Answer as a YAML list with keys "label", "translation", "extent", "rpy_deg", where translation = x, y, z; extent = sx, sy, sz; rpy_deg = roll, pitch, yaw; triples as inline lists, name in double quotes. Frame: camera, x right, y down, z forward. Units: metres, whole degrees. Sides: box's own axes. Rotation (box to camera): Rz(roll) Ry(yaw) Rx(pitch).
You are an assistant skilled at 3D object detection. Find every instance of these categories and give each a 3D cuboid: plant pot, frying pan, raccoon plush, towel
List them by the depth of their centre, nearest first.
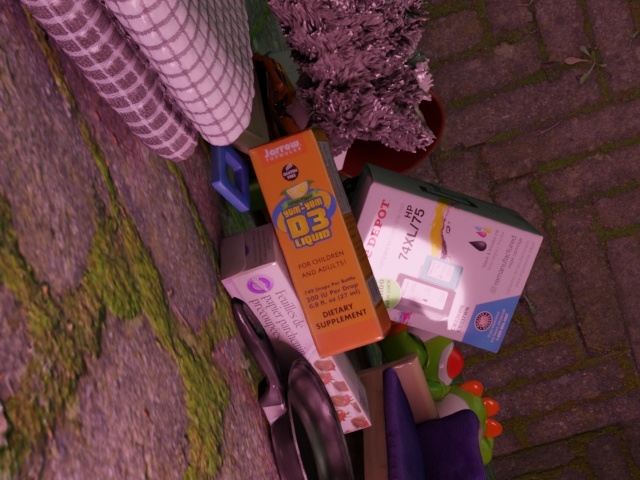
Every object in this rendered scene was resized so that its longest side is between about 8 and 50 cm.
- label: "towel"
  translation: [-0.161, -0.239, 0.769]
  extent: [0.235, 0.121, 0.283]
  rpy_deg: [54, 22, -54]
- label: "frying pan"
  translation: [-0.026, 0.200, 0.898]
  extent: [0.326, 0.053, 0.197]
  rpy_deg: [49, 25, -61]
- label: "raccoon plush"
  translation: [-0.004, -0.218, 1.008]
  extent: [0.446, 0.216, 0.299]
  rpy_deg: [-26, 117, -57]
- label: "plant pot"
  translation: [0.103, -0.303, 1.955]
  extent: [0.275, 0.275, 0.243]
  rpy_deg: [59, 6, -51]

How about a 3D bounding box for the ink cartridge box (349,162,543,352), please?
- label: "ink cartridge box"
  translation: [0.168, 0.021, 1.409]
  extent: [0.197, 0.270, 0.198]
  rpy_deg: [-93, -159, -77]

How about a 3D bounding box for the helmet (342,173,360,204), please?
- label: "helmet"
  translation: [0.100, -0.026, 1.652]
  extent: [0.161, 0.169, 0.169]
  rpy_deg: [59, 3, 30]

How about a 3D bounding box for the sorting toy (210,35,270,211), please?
- label: "sorting toy"
  translation: [-0.123, -0.186, 1.009]
  extent: [0.196, 0.047, 0.347]
  rpy_deg: [27, 48, -64]

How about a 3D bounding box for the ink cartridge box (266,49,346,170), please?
- label: "ink cartridge box"
  translation: [-0.013, -0.172, 1.305]
  extent: [0.198, 0.067, 0.115]
  rpy_deg: [59, -25, 28]

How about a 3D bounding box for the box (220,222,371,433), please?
- label: "box"
  translation: [-0.022, 0.115, 1.032]
  extent: [0.067, 0.063, 0.324]
  rpy_deg: [-100, 167, -45]

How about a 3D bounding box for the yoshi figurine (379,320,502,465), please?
- label: "yoshi figurine"
  translation: [0.161, 0.266, 1.590]
  extent: [0.362, 0.204, 0.203]
  rpy_deg: [56, -28, -9]

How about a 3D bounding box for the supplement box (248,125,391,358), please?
- label: "supplement box"
  translation: [0.000, 0.000, 0.949]
  extent: [0.080, 0.078, 0.233]
  rpy_deg: [-17, 88, -78]

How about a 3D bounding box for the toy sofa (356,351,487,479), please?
- label: "toy sofa"
  translation: [0.135, 0.315, 1.202]
  extent: [0.362, 0.177, 0.150]
  rpy_deg: [-87, 157, -61]

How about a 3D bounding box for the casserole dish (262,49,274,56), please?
- label: "casserole dish"
  translation: [-0.064, -0.223, 1.473]
  extent: [0.114, 0.037, 0.188]
  rpy_deg: [-97, 164, -45]

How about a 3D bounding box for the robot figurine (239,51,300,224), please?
- label: "robot figurine"
  translation: [-0.057, -0.123, 1.194]
  extent: [0.211, 0.085, 0.290]
  rpy_deg: [-28, 99, -81]
